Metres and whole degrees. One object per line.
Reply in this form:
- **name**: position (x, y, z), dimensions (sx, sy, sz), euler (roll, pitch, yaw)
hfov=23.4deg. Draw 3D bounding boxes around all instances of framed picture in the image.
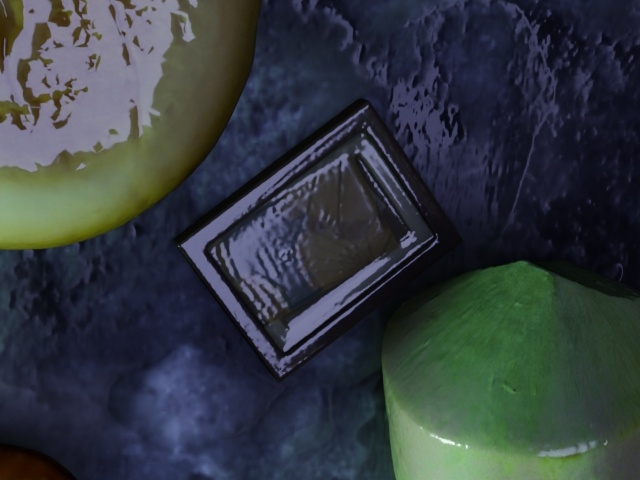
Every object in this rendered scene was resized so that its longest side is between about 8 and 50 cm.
- **framed picture**: position (0.000, 0.000, 1.094), dimensions (0.168, 0.023, 0.128), euler (-37, 107, -7)

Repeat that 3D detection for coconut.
- **coconut**: position (0.146, 0.108, 1.065), dimensions (0.236, 0.236, 0.204), euler (54, 42, -17)

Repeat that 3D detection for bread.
- **bread**: position (-0.185, -0.161, 0.942), dimensions (0.333, 0.160, 0.333), euler (-3, 102, -16)

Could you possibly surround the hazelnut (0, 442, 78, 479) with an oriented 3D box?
- **hazelnut**: position (-0.229, 0.206, 0.994), dimensions (0.182, 0.182, 0.182), euler (-3, 100, -15)
